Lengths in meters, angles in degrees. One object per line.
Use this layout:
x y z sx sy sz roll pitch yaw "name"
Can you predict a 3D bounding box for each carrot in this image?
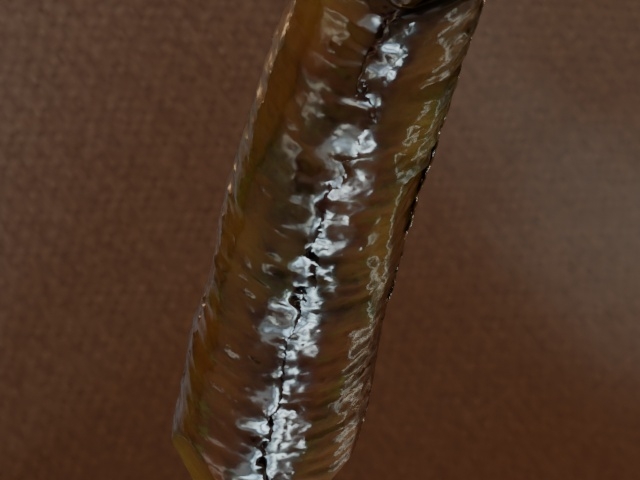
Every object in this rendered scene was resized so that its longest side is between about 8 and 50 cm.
0.000 0.000 0.634 0.070 0.070 0.260 -9 140 -24 "carrot"
